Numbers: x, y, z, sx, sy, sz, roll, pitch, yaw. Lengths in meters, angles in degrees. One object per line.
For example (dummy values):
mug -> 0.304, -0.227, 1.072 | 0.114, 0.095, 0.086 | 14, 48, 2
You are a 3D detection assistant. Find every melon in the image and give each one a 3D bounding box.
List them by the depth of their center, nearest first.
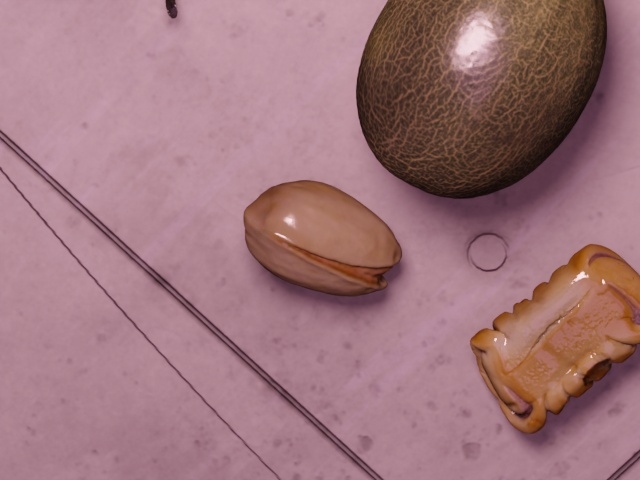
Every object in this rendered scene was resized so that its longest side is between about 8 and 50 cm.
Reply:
melon -> 0.170, -0.191, 1.867 | 0.237, 0.237, 0.302 | 31, 103, -5

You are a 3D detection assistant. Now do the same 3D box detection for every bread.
bread -> 0.276, 0.109, 2.024 | 0.225, 0.081, 0.134 | -40, 94, 15

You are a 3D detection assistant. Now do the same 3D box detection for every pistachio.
pistachio -> 0.000, 0.000, 1.992 | 0.185, 0.124, 0.124 | 21, 106, -5

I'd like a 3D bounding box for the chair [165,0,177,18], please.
chair -> -0.149, -0.380, 1.919 | 0.174, 0.149, 0.213 | -18, 61, 12
